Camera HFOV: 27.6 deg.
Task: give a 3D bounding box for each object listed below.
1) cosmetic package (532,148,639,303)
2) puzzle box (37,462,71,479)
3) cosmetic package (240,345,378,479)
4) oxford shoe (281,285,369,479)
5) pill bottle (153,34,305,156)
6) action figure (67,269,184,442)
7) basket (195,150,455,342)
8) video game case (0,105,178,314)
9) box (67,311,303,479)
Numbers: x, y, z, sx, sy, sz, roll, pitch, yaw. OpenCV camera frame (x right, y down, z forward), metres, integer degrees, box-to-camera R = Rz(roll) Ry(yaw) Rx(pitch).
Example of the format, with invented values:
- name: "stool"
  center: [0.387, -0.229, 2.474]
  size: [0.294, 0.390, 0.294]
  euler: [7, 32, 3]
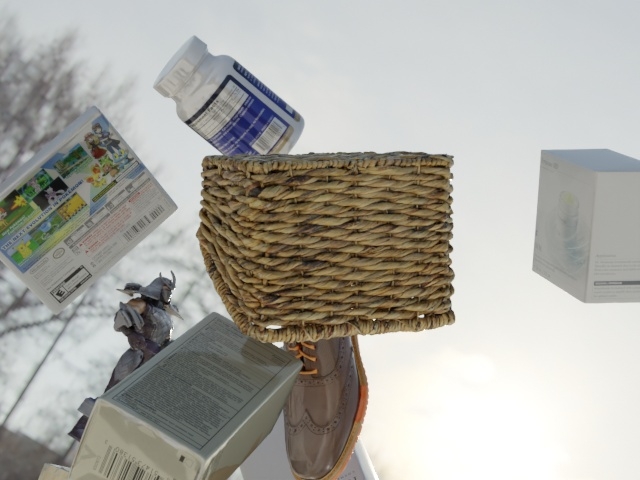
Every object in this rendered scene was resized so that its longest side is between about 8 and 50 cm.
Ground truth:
- name: "cosmetic package"
  center: [0.466, -0.030, 2.200]
  size: [0.138, 0.225, 0.224]
  euler: [0, 12, -14]
- name: "puzzle box"
  center: [-0.343, 0.434, 1.702]
  size: [0.052, 0.272, 0.409]
  euler: [19, -11, 5]
- name: "cosmetic package"
  center: [-0.028, 0.356, 2.155]
  size: [0.155, 0.196, 0.366]
  euler: [60, 2, -39]
- name: "oxford shoe"
  center: [-0.016, 0.147, 1.757]
  size: [0.129, 0.364, 0.132]
  euler: [-8, -21, 31]
- name: "pill bottle"
  center: [-0.171, -0.248, 2.413]
  size: [0.264, 0.153, 0.153]
  euler: [40, -24, -16]
- name: "action figure"
  center: [-0.262, 0.178, 1.916]
  size: [0.099, 0.285, 0.185]
  euler: [8, -16, 35]
- name: "basket"
  center: [0.000, 0.000, 1.641]
  size: [0.299, 0.223, 0.213]
  euler: [-5, 7, -27]
- name: "video game case"
  center: [-0.476, -0.054, 2.524]
  size: [0.036, 0.329, 0.300]
  euler: [41, -10, 47]
- name: "box"
  center: [-0.151, 0.209, 1.552]
  size: [0.148, 0.121, 0.311]
  euler: [29, 22, 12]
